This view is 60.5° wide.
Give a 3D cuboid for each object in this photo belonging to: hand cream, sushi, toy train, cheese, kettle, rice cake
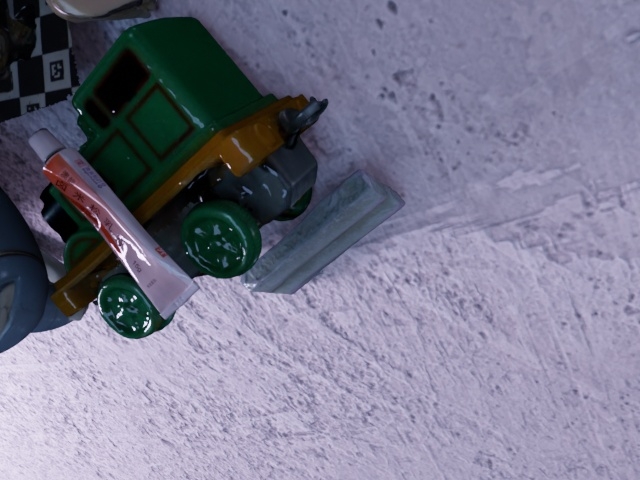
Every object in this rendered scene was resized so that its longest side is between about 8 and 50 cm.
[{"bbox_3d":[-0.204,-0.019,0.530,0.216,0.038,0.052,50,148,1],"label":"hand cream"},{"bbox_3d":[-0.347,-0.225,0.625,0.210,0.040,0.193,-12,88,25],"label":"sushi"},{"bbox_3d":[-0.177,-0.060,0.609,0.429,0.178,0.249,-33,101,31],"label":"toy train"},{"bbox_3d":[-0.249,-0.261,0.541,0.171,0.047,0.092,-2,94,-12],"label":"cheese"},{"bbox_3d":[-0.460,0.014,0.689,0.342,0.319,0.247,30,94,17],"label":"kettle"},{"bbox_3d":[0.000,0.000,0.645,0.226,0.085,0.040,-40,58,33],"label":"rice cake"}]
